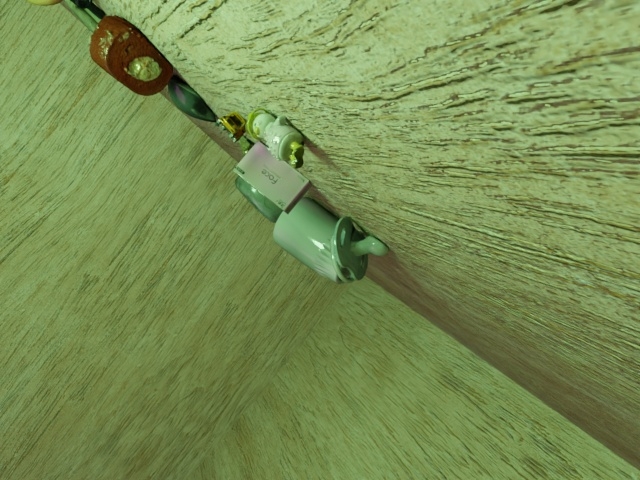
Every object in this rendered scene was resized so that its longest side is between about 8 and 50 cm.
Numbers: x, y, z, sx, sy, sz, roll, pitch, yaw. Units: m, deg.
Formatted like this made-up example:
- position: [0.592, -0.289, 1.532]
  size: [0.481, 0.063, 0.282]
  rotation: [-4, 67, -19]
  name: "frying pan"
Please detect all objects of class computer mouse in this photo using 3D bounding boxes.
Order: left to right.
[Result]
- position: [-0.532, -0.559, 1.977]
  size: [0.167, 0.090, 0.379]
  rotation: [40, 179, 23]
  name: "computer mouse"

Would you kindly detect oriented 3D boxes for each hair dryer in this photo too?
- position: [-0.841, -0.862, 1.711]
  size: [0.128, 0.070, 0.255]
  rotation: [39, -176, 9]
  name: "hair dryer"

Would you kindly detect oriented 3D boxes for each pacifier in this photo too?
- position: [0.151, 0.040, 1.698]
  size: [0.207, 0.227, 0.279]
  rotation: [-8, 150, 28]
  name: "pacifier"

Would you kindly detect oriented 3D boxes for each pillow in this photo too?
- position: [-0.965, -0.933, 1.931]
  size: [0.134, 0.078, 0.181]
  rotation: [40, 176, 26]
  name: "pillow"

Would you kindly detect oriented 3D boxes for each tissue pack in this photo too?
- position: [-0.172, -0.230, 1.700]
  size: [0.246, 0.148, 0.092]
  rotation: [38, 176, 9]
  name: "tissue pack"

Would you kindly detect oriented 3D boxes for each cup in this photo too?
- position: [0.000, 0.000, 1.996]
  size: [0.371, 0.253, 0.253]
  rotation: [36, 176, 25]
  name: "cup"

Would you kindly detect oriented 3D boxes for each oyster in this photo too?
- position: [-0.294, -0.368, 1.941]
  size: [0.133, 0.072, 0.209]
  rotation: [46, 176, -38]
  name: "oyster"

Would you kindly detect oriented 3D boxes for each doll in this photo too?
- position: [-0.108, -0.253, 1.124]
  size: [0.207, 0.081, 0.129]
  rotation: [42, 148, 28]
  name: "doll"

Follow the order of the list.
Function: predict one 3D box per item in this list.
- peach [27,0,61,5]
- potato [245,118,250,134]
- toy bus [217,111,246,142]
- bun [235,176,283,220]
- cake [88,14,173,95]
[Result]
- position: [-0.832, -0.791, 1.386]
  size: [0.184, 0.184, 0.184]
  rotation: [40, 177, 2]
  name: "peach"
- position: [-0.225, -0.357, 1.485]
  size: [0.037, 0.036, 0.093]
  rotation: [37, 178, -5]
  name: "potato"
- position: [-0.291, -0.384, 1.571]
  size: [0.069, 0.074, 0.162]
  rotation: [48, 179, -6]
  name: "toy bus"
- position: [-0.285, -0.246, 2.461]
  size: [0.354, 0.194, 0.354]
  rotation: [43, 178, 2]
  name: "bun"
- position: [-0.660, -0.628, 1.622]
  size: [0.151, 0.177, 0.283]
  rotation: [39, 178, 26]
  name: "cake"
